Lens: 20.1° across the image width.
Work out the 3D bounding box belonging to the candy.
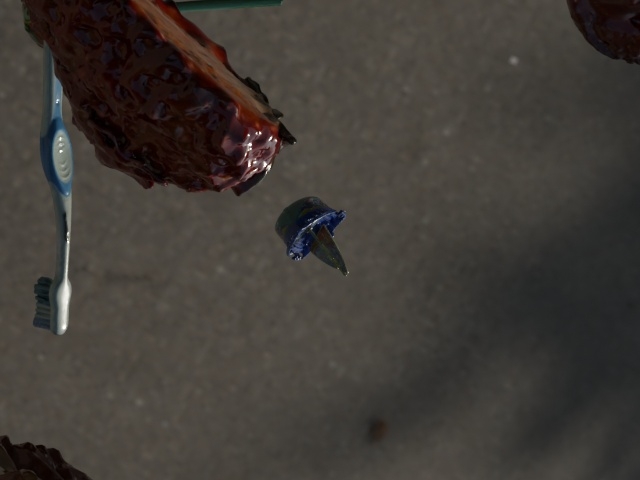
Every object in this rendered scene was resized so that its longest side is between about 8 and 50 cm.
[{"bbox_3d":[-0.190,-0.268,2.090,0.091,0.305,0.083,147,-64,-75],"label":"candy"}]

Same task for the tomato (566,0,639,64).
[{"bbox_3d":[0.320,-0.234,1.453,0.200,0.233,0.139,114,-6,-46],"label":"tomato"}]

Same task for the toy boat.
[{"bbox_3d":[0.000,0.000,2.243,0.091,0.110,0.175,-45,169,5],"label":"toy boat"}]

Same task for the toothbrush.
[{"bbox_3d":[-0.258,-0.093,1.784,0.040,0.040,0.386,-19,117,-56],"label":"toothbrush"}]

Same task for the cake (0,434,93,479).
[{"bbox_3d":[-0.161,0.270,0.907,0.269,0.270,0.319,-45,140,1],"label":"cake"}]

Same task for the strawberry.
[{"bbox_3d":[-0.135,-0.113,1.219,0.111,0.190,0.236,-44,115,9],"label":"strawberry"}]
